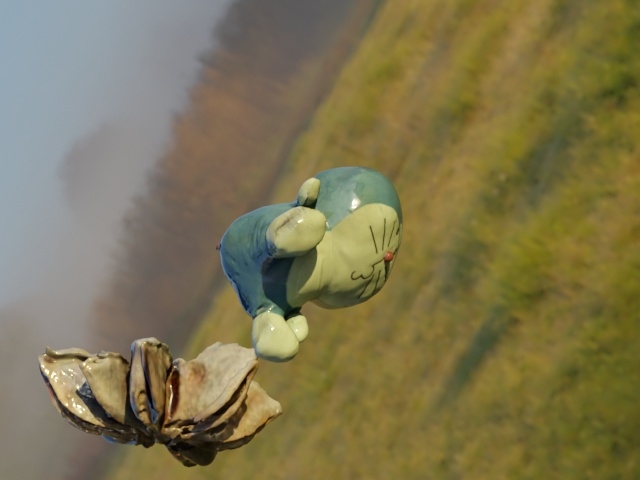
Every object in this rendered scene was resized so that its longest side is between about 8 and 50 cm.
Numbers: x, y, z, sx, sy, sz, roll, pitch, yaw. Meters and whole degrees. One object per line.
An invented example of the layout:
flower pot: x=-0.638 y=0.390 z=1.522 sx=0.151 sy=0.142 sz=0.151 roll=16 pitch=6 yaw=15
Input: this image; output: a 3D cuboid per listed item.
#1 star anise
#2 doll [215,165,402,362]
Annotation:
star anise: x=-0.154 y=0.148 z=1.665 sx=0.229 sy=0.236 sz=0.093 roll=93 pitch=-177 yaw=-61
doll: x=0.000 y=0.000 z=0.707 sx=0.083 sy=0.050 sz=0.076 roll=-19 pitch=-45 yaw=-37
